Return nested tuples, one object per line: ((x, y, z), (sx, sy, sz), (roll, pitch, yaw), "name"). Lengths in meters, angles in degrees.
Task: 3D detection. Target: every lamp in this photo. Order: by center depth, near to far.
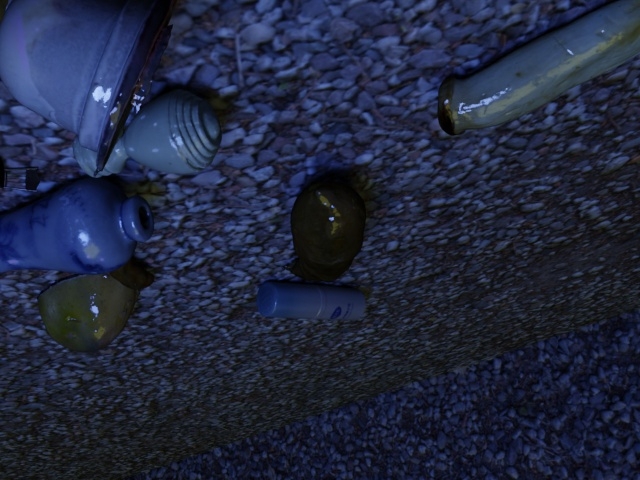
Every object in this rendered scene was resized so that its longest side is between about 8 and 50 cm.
((-0.215, -0.128, 0.912), (0.193, 0.106, 0.106), (-10, 157, 18), "lamp")

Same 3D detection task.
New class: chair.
((-0.420, -0.088, 0.956), (0.086, 0.037, 0.042), (0, 163, -19), "chair")

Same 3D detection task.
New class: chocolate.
((-0.236, -0.190, 0.708), (0.147, 0.221, 0.221), (27, 139, -19), "chocolate")

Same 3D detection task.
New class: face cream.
((-0.017, 0.135, 1.571), (0.250, 0.077, 0.077), (7, 148, -38), "face cream")

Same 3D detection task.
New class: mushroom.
((0.302, -0.229, 0.970), (0.312, 0.081, 0.100), (-23, 159, 17), "mushroom")

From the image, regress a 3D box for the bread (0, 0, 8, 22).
((-0.333, -0.251, 0.467), (0.183, 0.224, 0.211), (-16, 148, -8), "bread")

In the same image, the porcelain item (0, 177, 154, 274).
((-0.371, -0.013, 1.036), (0.259, 0.141, 0.141), (-8, 156, 11), "porcelain item")

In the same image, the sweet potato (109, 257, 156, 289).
((-0.344, 0.043, 1.253), (0.054, 0.053, 0.182), (22, 158, 17), "sweet potato")

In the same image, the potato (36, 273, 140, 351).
((-0.430, 0.147, 1.355), (0.202, 0.117, 0.182), (-22, 151, 20), "potato")

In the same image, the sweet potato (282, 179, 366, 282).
((0.005, 0.002, 1.267), (0.130, 0.130, 0.423), (-9, 163, -9), "sweet potato")
